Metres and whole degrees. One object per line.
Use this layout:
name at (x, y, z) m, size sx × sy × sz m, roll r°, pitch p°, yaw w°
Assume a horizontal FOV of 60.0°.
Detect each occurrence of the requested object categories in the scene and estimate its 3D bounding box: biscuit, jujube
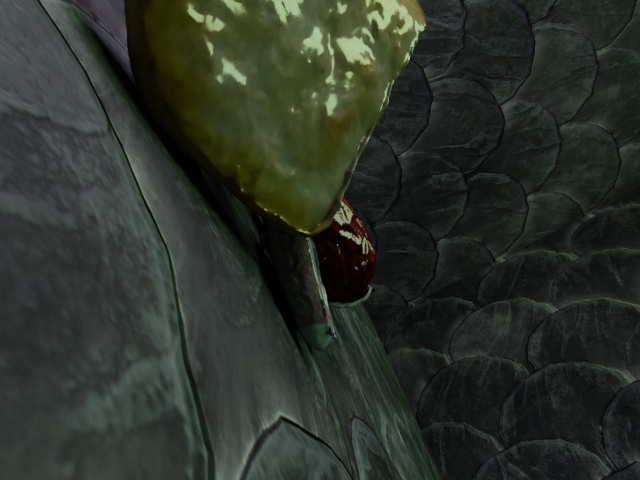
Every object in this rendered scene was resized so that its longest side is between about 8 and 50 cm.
biscuit at (-0.051, -0.256, 0.719) m, size 0.104 × 0.430 × 0.446 m, roll 15°, pitch -11°, yaw 43°
jujube at (0.000, 0.000, 1.023) m, size 0.250 × 0.174 × 0.174 m, roll 55°, pitch 5°, yaw -20°

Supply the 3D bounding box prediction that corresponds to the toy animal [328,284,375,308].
toy animal at (0.046, 0.061, 1.450) m, size 0.204 × 0.155 × 0.208 m, roll -119°, pitch -164°, yaw -48°

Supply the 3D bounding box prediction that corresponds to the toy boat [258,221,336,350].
toy boat at (-0.041, 0.059, 0.855) m, size 0.155 × 0.085 × 0.228 m, roll 63°, pitch 12°, yaw -75°
